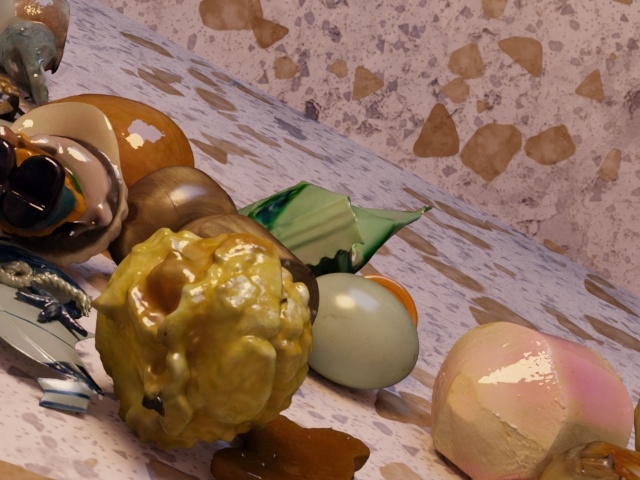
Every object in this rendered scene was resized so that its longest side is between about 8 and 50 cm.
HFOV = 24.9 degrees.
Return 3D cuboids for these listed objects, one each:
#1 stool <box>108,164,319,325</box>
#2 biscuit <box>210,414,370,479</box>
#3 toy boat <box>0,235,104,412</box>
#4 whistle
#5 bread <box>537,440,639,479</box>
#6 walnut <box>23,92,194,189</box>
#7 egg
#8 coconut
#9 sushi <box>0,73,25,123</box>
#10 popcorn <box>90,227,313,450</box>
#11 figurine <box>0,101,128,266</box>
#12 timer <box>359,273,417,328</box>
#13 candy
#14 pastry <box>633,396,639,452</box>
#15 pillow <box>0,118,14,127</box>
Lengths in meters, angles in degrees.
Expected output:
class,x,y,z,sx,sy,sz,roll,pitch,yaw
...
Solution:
class,x,y,z,sx,sy,sz,roll,pitch,yaw
stool,-0.143,0.038,1.897,0.179,0.179,0.264,15,19,-42
biscuit,-0.026,0.266,1.567,0.197,0.049,0.301,16,14,-8
toy boat,-0.314,0.089,1.633,0.291,0.070,0.210,38,21,24
whistle,-0.544,-0.360,2.646,0.189,0.189,0.348,21,29,-26
bread,0.342,0.347,1.721,0.192,0.171,0.314,23,13,-11
walnut,-0.326,-0.114,2.086,0.298,0.203,0.203,12,10,14
egg,0.047,0.127,1.999,0.192,0.149,0.149,35,12,-9
coconut,0.265,0.228,1.932,0.245,0.233,0.233,19,16,-35
sushi,-0.614,-0.272,2.365,0.359,0.064,0.343,13,20,-46
popcorn,-0.131,0.107,1.543,0.249,0.249,0.225,35,45,27
figurine,-0.348,-0.050,1.781,0.185,0.204,0.332,23,17,4
timer,0.069,0.126,2.177,0.132,0.132,0.152,28,-11,-1
candy,0.003,0.006,2.183,0.398,0.263,0.172,9,64,-66
pastry,0.621,0.323,2.053,0.388,0.312,0.388,28,2,-1
pillow,-0.435,-0.142,2.259,0.229,0.051,0.128,16,18,-37
